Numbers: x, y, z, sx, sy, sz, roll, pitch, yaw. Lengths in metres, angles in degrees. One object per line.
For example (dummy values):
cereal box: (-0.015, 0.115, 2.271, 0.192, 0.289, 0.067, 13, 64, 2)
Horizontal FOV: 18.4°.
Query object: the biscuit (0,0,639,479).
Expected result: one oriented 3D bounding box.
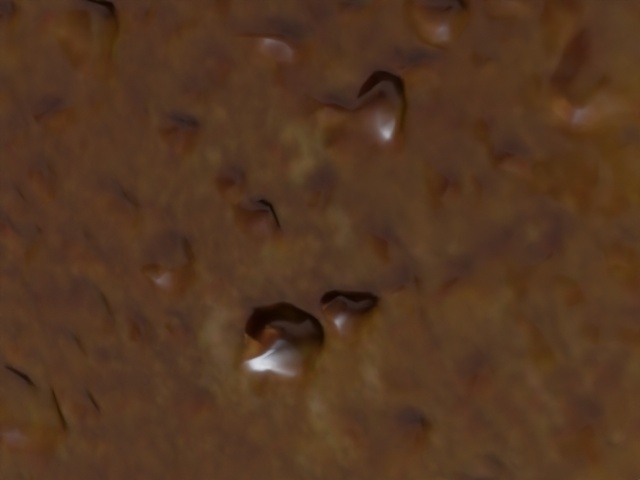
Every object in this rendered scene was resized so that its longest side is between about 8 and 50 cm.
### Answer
biscuit: (0.005, -0.001, 0.514, 0.394, 0.350, 0.070, 27, 24, 27)
